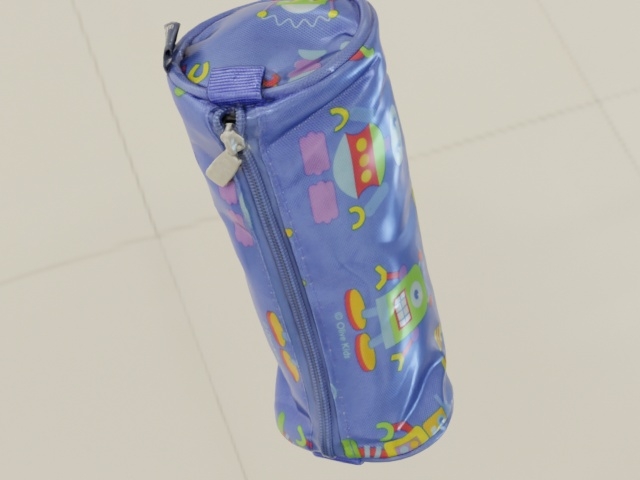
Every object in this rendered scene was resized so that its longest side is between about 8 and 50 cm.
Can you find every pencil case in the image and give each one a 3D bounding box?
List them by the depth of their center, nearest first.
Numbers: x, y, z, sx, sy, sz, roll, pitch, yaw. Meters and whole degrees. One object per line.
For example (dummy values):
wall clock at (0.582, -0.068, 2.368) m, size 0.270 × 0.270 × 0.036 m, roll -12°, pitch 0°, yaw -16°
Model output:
pencil case at (0.000, 0.000, 0.892) m, size 0.119 × 0.306 × 0.133 m, roll 6°, pitch 38°, yaw 29°
